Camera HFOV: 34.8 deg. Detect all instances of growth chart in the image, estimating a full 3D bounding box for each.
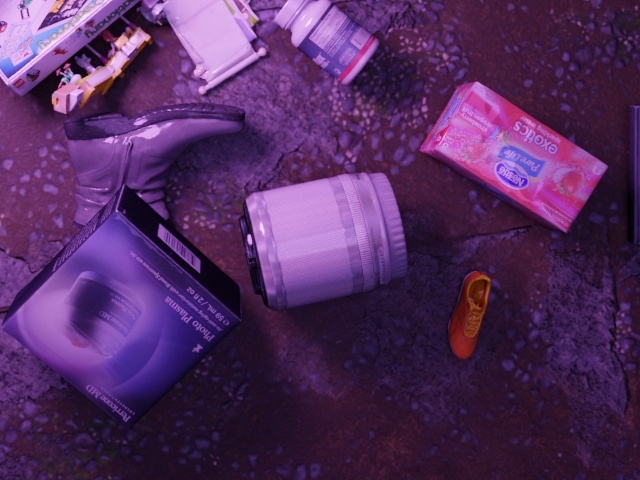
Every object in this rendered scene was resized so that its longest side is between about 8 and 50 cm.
[{"bbox_3d":[-0.201,-0.413,1.896,0.172,0.021,0.237,-28,97,-4],"label":"growth chart"}]

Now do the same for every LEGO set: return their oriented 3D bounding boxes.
[{"bbox_3d":[-0.403,-0.336,1.823,0.107,0.132,0.287,41,67,-3],"label":"LEGO set"}]

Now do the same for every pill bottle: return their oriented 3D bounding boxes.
[{"bbox_3d":[0.009,-0.380,1.880,0.180,0.108,0.108,38,90,-8],"label":"pill bottle"}]

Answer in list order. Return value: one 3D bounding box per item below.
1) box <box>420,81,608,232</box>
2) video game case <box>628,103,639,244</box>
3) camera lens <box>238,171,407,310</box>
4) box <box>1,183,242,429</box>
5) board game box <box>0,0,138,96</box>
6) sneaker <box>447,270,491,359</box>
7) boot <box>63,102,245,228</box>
[{"bbox_3d":[0.359,-0.155,1.922,0.300,0.142,0.154,32,92,-8],"label":"box"},{"bbox_3d":[0.730,-0.135,2.001,0.248,0.035,0.274,-3,101,-3],"label":"video game case"},{"bbox_3d":[0.000,0.000,1.855,0.274,0.219,0.219,-12,96,-5],"label":"camera lens"},{"bbox_3d":[-0.343,0.119,1.807,0.294,0.183,0.296,-44,107,9],"label":"box"},{"bbox_3d":[-0.466,-0.417,1.801,0.305,0.053,0.193,-39,64,-2],"label":"board game box"},{"bbox_3d":[0.288,0.146,1.979,0.064,0.067,0.175,8,96,-9],"label":"sneaker"},{"bbox_3d":[-0.295,-0.133,1.878,0.338,0.118,0.222,-6,102,1],"label":"boot"}]
